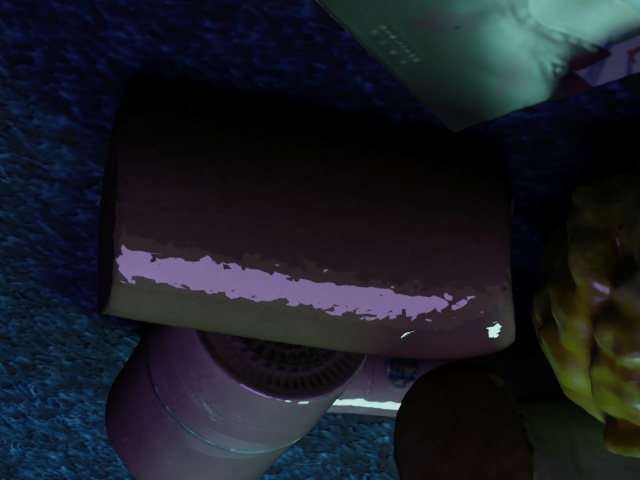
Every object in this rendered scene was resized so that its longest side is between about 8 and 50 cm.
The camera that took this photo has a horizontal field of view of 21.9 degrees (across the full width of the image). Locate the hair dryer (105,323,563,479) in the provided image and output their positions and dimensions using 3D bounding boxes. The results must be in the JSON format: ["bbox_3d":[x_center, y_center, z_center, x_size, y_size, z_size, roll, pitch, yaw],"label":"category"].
[{"bbox_3d":[0.047,0.105,1.126,0.353,0.125,0.210,9,149,-19],"label":"hair dryer"}]

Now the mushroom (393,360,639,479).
[{"bbox_3d":[0.175,0.159,1.061,0.128,0.128,0.350,-22,152,36],"label":"mushroom"}]

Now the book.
[{"bbox_3d":[0.131,-0.147,0.785,0.289,0.026,0.201,-18,140,32],"label":"book"}]

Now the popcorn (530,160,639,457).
[{"bbox_3d":[0.237,0.060,0.945,0.233,0.192,0.266,-4,142,16],"label":"popcorn"}]

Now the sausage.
[{"bbox_3d":[0.000,0.000,0.949,0.253,0.123,0.123,8,148,-10],"label":"sausage"}]
